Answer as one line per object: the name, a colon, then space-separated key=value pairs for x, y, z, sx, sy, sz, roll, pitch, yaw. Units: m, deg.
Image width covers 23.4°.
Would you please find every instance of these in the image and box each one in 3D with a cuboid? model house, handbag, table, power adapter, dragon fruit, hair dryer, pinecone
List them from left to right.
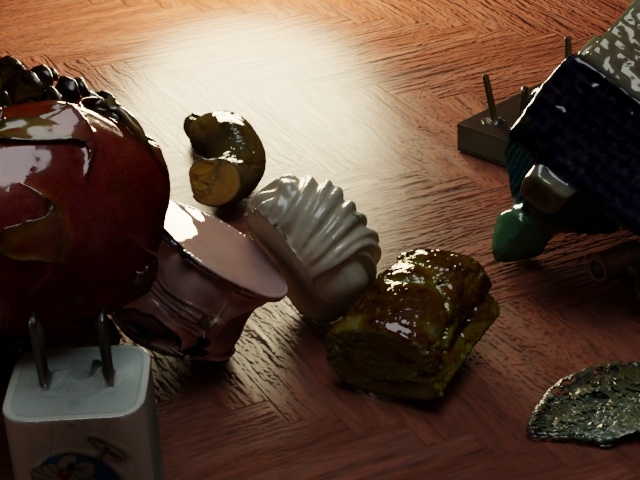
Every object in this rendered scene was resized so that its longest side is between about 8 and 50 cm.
pinecone: x=-0.347 y=-0.105 z=1.883 sx=0.246 sy=0.246 sz=0.292 roll=20 pitch=22 yaw=36
dragon fruit: x=-0.267 y=-0.018 z=1.464 sx=0.250 sy=0.250 sz=0.315 roll=13 pitch=3 yaw=26
power adapter: x=-0.218 y=0.153 z=1.403 sx=0.130 sy=0.205 sz=0.125 roll=-4 pitch=28 yaw=1
handbag: x=-0.145 y=0.044 z=1.637 sx=0.179 sy=0.116 sz=0.205 roll=19 pitch=17 yaw=-42
table: x=0.310 y=-0.195 z=2.115 sx=0.121 sy=0.111 sz=0.240 roll=24 pitch=38 yaw=39
model house: x=0.326 y=-0.094 z=1.753 sx=0.243 sy=0.298 sz=0.284 roll=44 pitch=60 yaw=14
hair dryer: x=0.363 y=0.044 z=1.745 sx=0.063 sy=0.037 sz=0.114 roll=-19 pitch=39 yaw=-29

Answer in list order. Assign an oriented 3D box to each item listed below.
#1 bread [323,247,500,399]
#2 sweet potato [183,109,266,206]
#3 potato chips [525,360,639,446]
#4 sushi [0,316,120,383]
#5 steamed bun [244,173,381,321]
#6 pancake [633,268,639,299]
bread: x=0.098 y=0.084 z=1.613 sx=0.132 sy=0.103 sz=0.172 roll=6 pitch=32 yaw=30
sweet potato: x=-0.136 y=-0.124 z=2.046 sx=0.112 sy=0.085 sz=0.286 roll=-13 pitch=29 yaw=-9
potato chips: x=0.322 y=0.174 z=1.504 sx=0.202 sy=0.029 sz=0.220 roll=-18 pitch=30 yaw=-32
sushi: x=-0.330 y=0.085 z=1.616 sx=0.287 sy=0.149 sz=0.140 roll=42 pitch=16 yaw=25
steamed bun: x=0.000 y=0.000 z=1.691 sx=0.106 sy=0.183 sz=0.183 roll=-31 pitch=36 yaw=-17
pancake: x=0.401 y=0.059 z=1.702 sx=0.115 sy=0.011 sz=0.115 roll=6 pitch=41 yaw=-6
